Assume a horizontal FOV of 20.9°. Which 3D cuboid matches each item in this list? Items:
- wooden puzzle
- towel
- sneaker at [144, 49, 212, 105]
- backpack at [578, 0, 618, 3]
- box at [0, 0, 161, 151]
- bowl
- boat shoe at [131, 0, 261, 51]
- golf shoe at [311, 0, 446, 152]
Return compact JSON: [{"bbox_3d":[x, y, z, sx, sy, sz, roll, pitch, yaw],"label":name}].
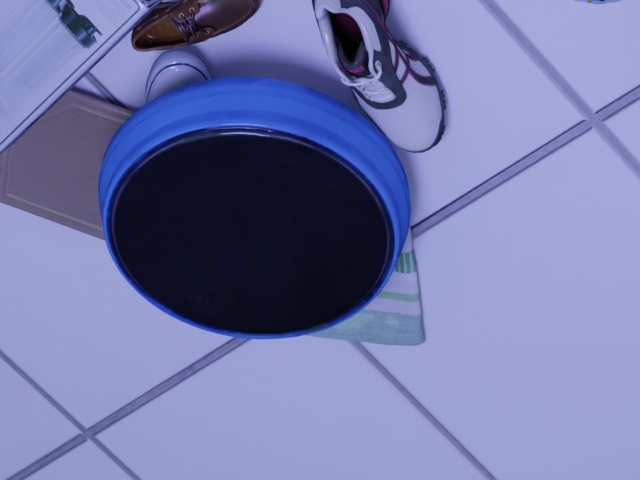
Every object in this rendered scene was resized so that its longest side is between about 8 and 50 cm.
[{"bbox_3d":[-0.329,-0.111,2.294,0.239,0.044,0.221,17,129,2],"label":"wooden puzzle"},{"bbox_3d":[0.000,0.000,2.254,0.248,0.038,0.325,4,127,17],"label":"towel"},{"bbox_3d":[-0.172,-0.118,2.180,0.094,0.091,0.258,-4,133,-5],"label":"sneaker"},{"bbox_3d":[0.313,-0.403,1.712,0.290,0.273,0.355,32,109,-8],"label":"backpack"},{"bbox_3d":[-0.345,-0.255,2.089,0.290,0.087,0.169,-42,95,21],"label":"box"},{"bbox_3d":[-0.084,-0.027,2.138,0.391,0.077,0.391,2,133,3],"label":"bowl"},{"bbox_3d":[-0.152,-0.264,2.093,0.178,0.060,0.064,-14,120,28],"label":"boat shoe"},{"bbox_3d":[0.057,-0.200,2.027,0.105,0.120,0.273,-15,121,27],"label":"golf shoe"}]
